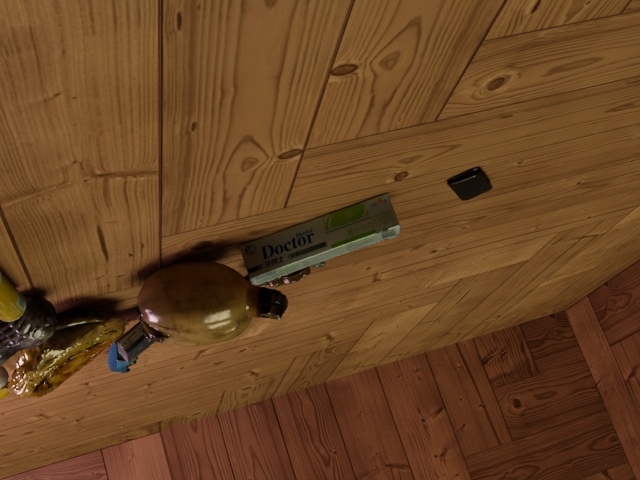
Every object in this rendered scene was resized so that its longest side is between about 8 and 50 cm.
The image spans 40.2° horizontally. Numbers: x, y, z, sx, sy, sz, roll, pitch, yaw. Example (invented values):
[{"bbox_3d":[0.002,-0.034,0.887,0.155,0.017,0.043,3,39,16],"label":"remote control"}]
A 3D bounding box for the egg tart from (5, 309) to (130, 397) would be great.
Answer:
[{"bbox_3d":[-0.560,0.226,1.910,0.297,0.132,0.297,-31,171,-6],"label":"egg tart"}]

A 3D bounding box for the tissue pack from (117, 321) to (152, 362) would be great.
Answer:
[{"bbox_3d":[-0.401,0.212,2.041,0.156,0.051,0.112,-40,172,-20],"label":"tissue pack"}]

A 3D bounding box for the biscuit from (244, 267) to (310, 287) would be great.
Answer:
[{"bbox_3d":[-0.097,0.079,1.956,0.124,0.026,0.175,-29,-162,-37],"label":"biscuit"}]

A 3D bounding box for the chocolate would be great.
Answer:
[{"bbox_3d":[-0.623,0.184,1.733,0.248,0.110,0.110,-27,161,14],"label":"chocolate"}]

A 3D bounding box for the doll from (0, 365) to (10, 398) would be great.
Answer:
[{"bbox_3d":[-0.814,0.331,1.969,0.237,0.111,0.252,2,159,-13],"label":"doll"}]

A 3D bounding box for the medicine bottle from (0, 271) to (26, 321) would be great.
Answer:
[{"bbox_3d":[-0.578,0.091,1.550,0.073,0.074,0.218,-16,163,-10],"label":"medicine bottle"}]

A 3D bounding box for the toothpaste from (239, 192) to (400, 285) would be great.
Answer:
[{"bbox_3d":[0.000,0.000,1.857,0.336,0.081,0.067,-20,163,2],"label":"toothpaste"}]

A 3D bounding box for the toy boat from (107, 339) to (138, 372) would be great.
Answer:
[{"bbox_3d":[-0.497,0.298,2.244,0.077,0.075,0.185,-2,160,-23],"label":"toy boat"}]

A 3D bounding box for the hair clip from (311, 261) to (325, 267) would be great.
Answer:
[{"bbox_3d":[-0.093,0.075,2.061,0.229,0.036,0.066,-18,160,19],"label":"hair clip"}]

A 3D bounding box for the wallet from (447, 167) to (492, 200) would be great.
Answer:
[{"bbox_3d":[0.333,-0.122,1.940,0.082,0.018,0.156,-24,162,16],"label":"wallet"}]

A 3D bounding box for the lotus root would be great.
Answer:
[{"bbox_3d":[-0.222,0.129,1.802,0.309,0.183,0.183,-4,166,14],"label":"lotus root"}]
